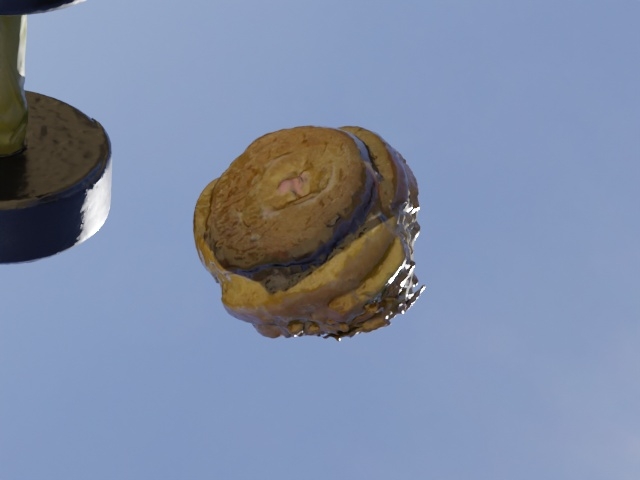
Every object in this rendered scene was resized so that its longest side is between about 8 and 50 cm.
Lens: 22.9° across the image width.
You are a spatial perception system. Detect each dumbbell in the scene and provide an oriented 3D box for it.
[{"bbox_3d":[-0.278,-0.160,1.364,0.204,0.203,0.322,-91,-172,-55],"label":"dumbbell"}]

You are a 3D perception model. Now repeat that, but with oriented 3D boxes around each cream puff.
[{"bbox_3d":[0.000,0.000,1.203,0.189,0.129,0.189,-16,-135,17],"label":"cream puff"}]
